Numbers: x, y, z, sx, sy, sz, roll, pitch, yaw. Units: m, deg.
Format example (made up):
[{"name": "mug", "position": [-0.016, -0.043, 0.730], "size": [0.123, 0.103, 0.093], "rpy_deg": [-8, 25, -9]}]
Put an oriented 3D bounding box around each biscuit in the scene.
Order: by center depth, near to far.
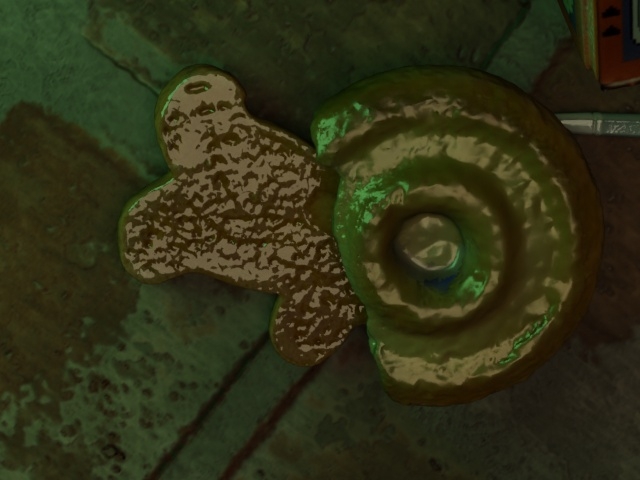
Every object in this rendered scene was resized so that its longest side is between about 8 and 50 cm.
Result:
[{"name": "biscuit", "position": [0.113, -0.010, 1.304], "size": [0.213, 0.091, 0.274], "rpy_deg": [-22, 105, 1]}, {"name": "biscuit", "position": [0.000, -0.001, 1.361], "size": [0.324, 0.049, 0.205], "rpy_deg": [20, 102, -10]}]

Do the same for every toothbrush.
[{"name": "toothbrush", "position": [0.246, -0.093, 1.368], "size": [0.342, 0.030, 0.025], "rpy_deg": [2, 108, -6]}]

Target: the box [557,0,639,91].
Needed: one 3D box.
[{"name": "box", "position": [0.290, -0.338, 1.123], "size": [0.318, 0.257, 0.349], "rpy_deg": [-14, 141, -3]}]
